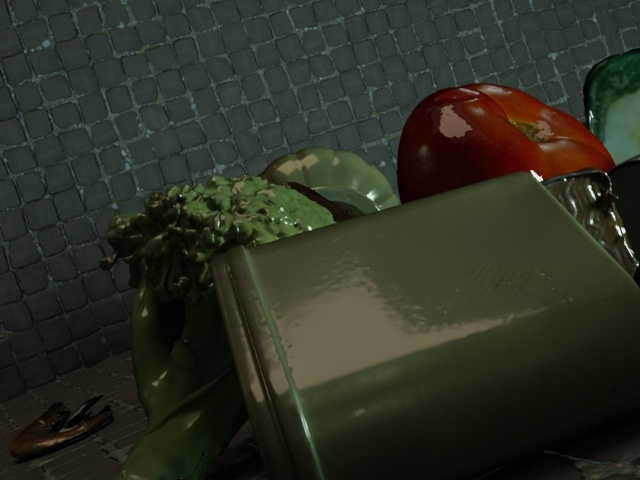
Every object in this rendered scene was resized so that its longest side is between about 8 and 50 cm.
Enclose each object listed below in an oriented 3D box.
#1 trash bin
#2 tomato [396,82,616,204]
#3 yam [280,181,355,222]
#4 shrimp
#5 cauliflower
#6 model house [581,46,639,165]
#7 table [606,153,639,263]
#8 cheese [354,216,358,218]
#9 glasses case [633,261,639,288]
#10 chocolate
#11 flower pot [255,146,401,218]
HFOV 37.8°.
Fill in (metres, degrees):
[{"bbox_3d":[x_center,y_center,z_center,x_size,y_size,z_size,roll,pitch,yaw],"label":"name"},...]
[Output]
[{"bbox_3d":[0.065,0.063,0.634,0.247,0.121,0.243,-18,33,-6],"label":"trash bin"},{"bbox_3d":[0.218,-0.049,1.131,0.298,0.298,0.226,-23,-38,-54],"label":"tomato"},{"bbox_3d":[0.024,0.037,1.116,0.128,0.238,0.129,-50,-24,-8],"label":"yam"},{"bbox_3d":[-0.391,0.277,1.439,0.152,0.046,0.219,-22,6,0],"label":"shrimp"},{"bbox_3d":[-0.074,0.083,0.870,0.281,0.327,0.260,-64,-25,9],"label":"cauliflower"},{"bbox_3d":[0.574,-0.188,1.549,0.298,0.244,0.284,-9,-1,9],"label":"model house"},{"bbox_3d":[0.406,-0.052,1.031,0.220,0.126,0.126,-22,2,-43],"label":"table"},{"bbox_3d":[-0.008,0.070,1.313,0.247,0.174,0.251,-12,0,-18],"label":"cheese"},{"bbox_3d":[0.302,0.014,0.682,0.122,0.075,0.314,-40,-5,7],"label":"glasses case"},{"bbox_3d":[0.183,0.030,0.849,0.214,0.148,0.093,-19,-4,-19],"label":"chocolate"},{"bbox_3d":[0.000,0.000,1.567,0.307,0.308,0.244,-21,10,0],"label":"flower pot"}]
